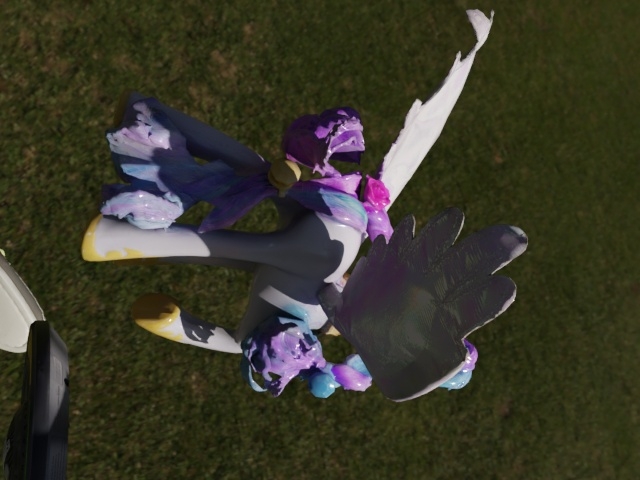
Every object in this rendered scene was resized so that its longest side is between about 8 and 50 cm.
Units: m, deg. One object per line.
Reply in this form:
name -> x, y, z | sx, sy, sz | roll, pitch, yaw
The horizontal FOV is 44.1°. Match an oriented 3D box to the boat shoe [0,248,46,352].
boat shoe -> -0.471, 0.021, 1.044 | 0.305, 0.109, 0.091 | 43, 21, 2

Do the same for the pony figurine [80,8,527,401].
pony figurine -> 0.000, 0.000, 0.654 | 0.364, 0.351, 0.302 | 15, 53, -3

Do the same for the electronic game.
electronic game -> -0.254, 0.185, 0.696 | 0.048, 0.229, 0.229 | 5, 66, -22
